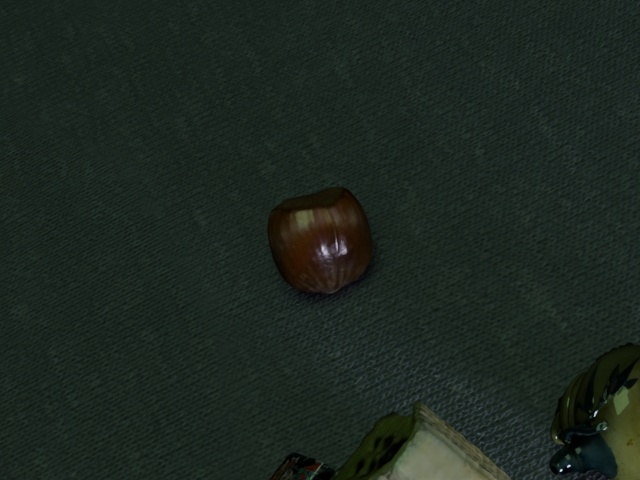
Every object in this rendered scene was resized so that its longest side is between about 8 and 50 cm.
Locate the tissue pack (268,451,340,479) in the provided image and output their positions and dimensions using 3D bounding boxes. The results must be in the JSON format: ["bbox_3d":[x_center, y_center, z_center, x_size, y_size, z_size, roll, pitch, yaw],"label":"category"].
[{"bbox_3d":[-0.043,0.360,1.537,0.170,0.090,0.103,-53,20,-21],"label":"tissue pack"}]

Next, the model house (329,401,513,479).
[{"bbox_3d":[0.141,0.296,1.429,0.193,0.234,0.174,41,63,-1],"label":"model house"}]

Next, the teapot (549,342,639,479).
[{"bbox_3d":[0.376,0.211,1.516,0.183,0.173,0.269,-10,21,46],"label":"teapot"}]

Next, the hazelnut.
[{"bbox_3d":[0.000,0.000,1.763,0.150,0.150,0.150,-7,55,10],"label":"hazelnut"}]
